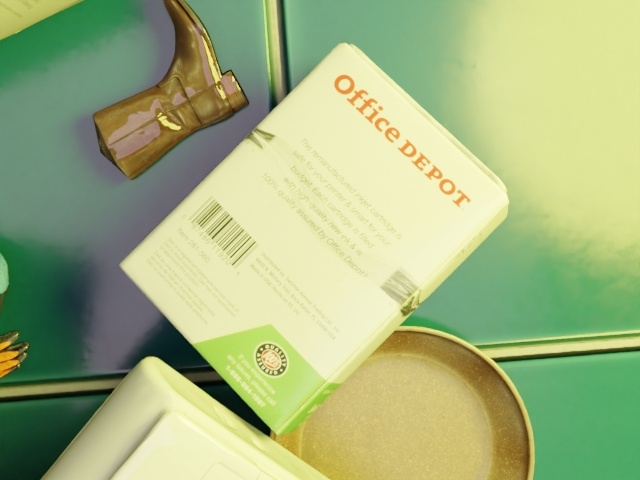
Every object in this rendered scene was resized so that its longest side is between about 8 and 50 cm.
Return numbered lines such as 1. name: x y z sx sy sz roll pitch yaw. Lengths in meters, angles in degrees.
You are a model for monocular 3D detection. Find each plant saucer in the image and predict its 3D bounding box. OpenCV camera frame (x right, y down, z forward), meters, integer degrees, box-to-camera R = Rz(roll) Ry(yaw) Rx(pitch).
1. plant saucer: 0.059 0.160 0.812 0.198 0.036 0.198 0 94 -4

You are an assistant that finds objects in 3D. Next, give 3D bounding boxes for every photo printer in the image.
1. photo printer: -0.113 0.264 0.710 0.256 0.107 0.307 39 90 -25

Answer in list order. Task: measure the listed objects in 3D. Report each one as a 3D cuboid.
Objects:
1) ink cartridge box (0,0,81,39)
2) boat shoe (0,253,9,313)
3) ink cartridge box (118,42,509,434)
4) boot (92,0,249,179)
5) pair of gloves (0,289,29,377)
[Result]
1. ink cartridge box: -0.300 -0.207 0.681 0.270 0.197 0.198 -25 96 -1
2. boat shoe: -0.351 0.028 0.742 0.258 0.109 0.089 15 108 2
3. ink cartridge box: 0.000 0.000 0.750 0.219 0.092 0.160 -44 78 0
4. boot: -0.125 -0.113 0.783 0.114 0.037 0.106 -30 93 4
5. pair of gloves: -0.259 0.067 0.799 0.074 0.010 0.083 -20 95 -2
